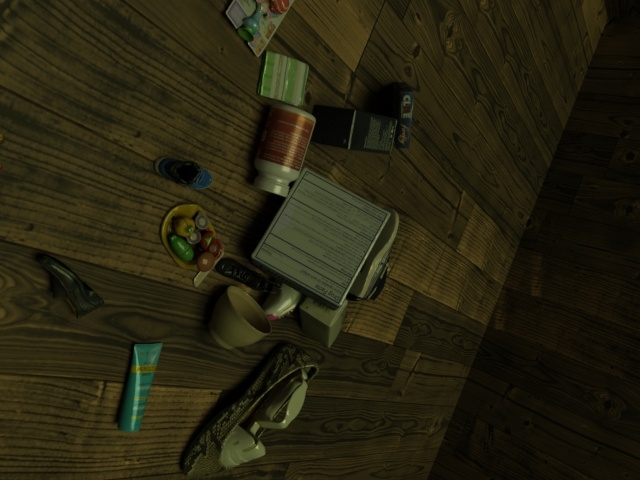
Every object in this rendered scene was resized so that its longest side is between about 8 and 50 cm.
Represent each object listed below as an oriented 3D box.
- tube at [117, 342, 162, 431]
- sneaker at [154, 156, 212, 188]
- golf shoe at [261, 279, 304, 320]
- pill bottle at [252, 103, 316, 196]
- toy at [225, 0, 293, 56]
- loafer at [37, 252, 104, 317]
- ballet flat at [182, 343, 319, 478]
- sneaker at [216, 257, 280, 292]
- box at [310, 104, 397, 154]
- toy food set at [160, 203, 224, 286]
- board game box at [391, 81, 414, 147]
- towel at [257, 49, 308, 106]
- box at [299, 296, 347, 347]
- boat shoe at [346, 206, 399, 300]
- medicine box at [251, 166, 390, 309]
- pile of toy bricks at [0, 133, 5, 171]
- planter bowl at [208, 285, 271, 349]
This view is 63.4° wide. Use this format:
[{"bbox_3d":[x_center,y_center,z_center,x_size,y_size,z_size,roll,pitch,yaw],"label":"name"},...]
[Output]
[{"bbox_3d":[-0.432,0.346,1.232,0.080,0.052,0.207,15,88,-61],"label":"tube"},{"bbox_3d":[-0.285,-0.144,1.157,0.152,0.084,0.058,20,90,-52],"label":"sneaker"},{"bbox_3d":[-0.083,0.094,1.506,0.306,0.115,0.140,-48,120,-27],"label":"golf shoe"},{"bbox_3d":[-0.098,-0.227,1.317,0.121,0.121,0.216,14,95,-52],"label":"pill bottle"},{"bbox_3d":[-0.112,-0.565,1.206,0.237,0.056,0.137,-60,142,-13],"label":"toy"},{"bbox_3d":[-0.502,0.093,1.023,0.061,0.062,0.170,-46,135,-20],"label":"loafer"},{"bbox_3d":[-0.178,0.505,1.492,0.483,0.182,0.164,-46,137,-27],"label":"ballet flat"},{"bbox_3d":[-0.190,0.096,1.373,0.170,0.089,0.051,33,80,-52],"label":"sneaker"},{"bbox_3d":[0.094,-0.316,1.483,0.207,0.153,0.108,-5,109,-50],"label":"box"},{"bbox_3d":[-0.286,0.012,1.235,0.128,0.071,0.218,-48,137,-26],"label":"toy food set"},{"bbox_3d":[0.251,-0.395,1.612,0.243,0.042,0.165,-82,173,-66],"label":"board game box"},{"bbox_3d":[-0.096,-0.413,1.324,0.152,0.023,0.113,0,104,-48],"label":"towel"},{"bbox_3d":[0.008,0.232,1.566,0.094,0.113,0.275,-54,168,-20],"label":"box"},{"bbox_3d":[0.191,0.055,1.804,0.158,0.127,0.340,22,96,-58],"label":"boat shoe"},{"bbox_3d":[0.000,0.000,1.397,0.289,0.263,0.149,-60,176,-11],"label":"medicine box"},{"bbox_3d":[-0.571,-0.099,0.838,0.105,0.118,0.212,61,42,-82],"label":"pile of toy bricks"},{"bbox_3d":[-0.223,0.214,1.352,0.109,0.162,0.162,-42,141,9],"label":"planter bowl"}]
